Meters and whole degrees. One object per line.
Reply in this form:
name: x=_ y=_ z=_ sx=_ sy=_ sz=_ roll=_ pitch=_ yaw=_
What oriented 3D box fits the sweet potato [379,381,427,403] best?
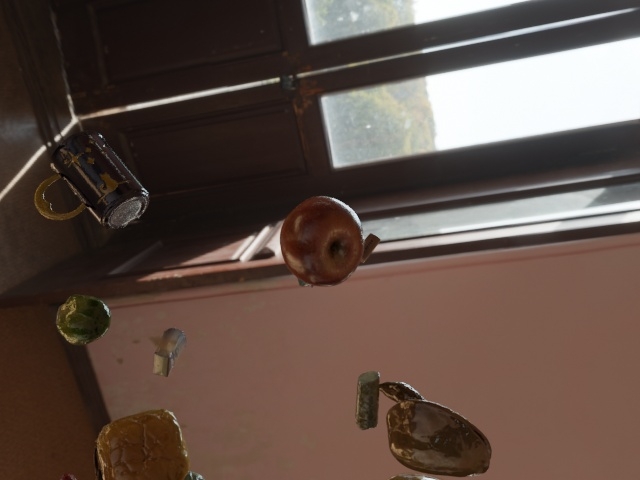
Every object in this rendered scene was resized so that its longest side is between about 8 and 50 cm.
sweet potato: x=0.302 y=0.532 z=1.759 sx=0.074 sy=0.269 sz=0.075 roll=-21 pitch=120 yaw=-42

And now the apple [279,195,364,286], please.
apple: x=0.000 y=0.000 z=1.178 sx=0.162 sy=0.201 sz=0.201 roll=20 pitch=-53 yaw=56

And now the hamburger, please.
hamburger: x=-0.577 y=0.710 z=1.680 sx=0.158 sy=0.318 sz=0.319 roll=121 pitch=-28 yaw=-54

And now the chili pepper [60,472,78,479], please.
chili pepper: x=-0.521 y=0.575 z=1.120 sx=0.059 sy=0.268 sz=0.051 roll=22 pitch=94 yaw=-38

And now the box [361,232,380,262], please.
box: x=0.162 y=0.024 z=1.808 sx=0.115 sy=0.048 sz=0.025 roll=-49 pitch=166 yaw=-28

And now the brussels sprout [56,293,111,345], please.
brussels sprout: x=-0.685 y=0.235 z=1.508 sx=0.118 sy=0.154 sz=0.155 roll=66 pitch=18 yaw=-52

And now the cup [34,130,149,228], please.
cup: x=-0.674 y=-0.144 z=1.539 sx=0.256 sy=0.255 sz=0.178 roll=48 pitch=3 yaw=12

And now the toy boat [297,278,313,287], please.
toy boat: x=-0.008 y=0.089 z=1.738 sx=0.175 sy=0.110 sz=0.091 roll=120 pitch=-43 yaw=-55

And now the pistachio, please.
pistachio: x=0.294 y=0.495 z=1.305 sx=0.163 sy=0.260 sz=0.213 roll=-63 pitch=150 yaw=-53

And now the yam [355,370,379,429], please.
yam: x=0.149 y=0.505 z=1.644 sx=0.078 sy=0.078 sz=0.180 roll=-59 pitch=151 yaw=-75

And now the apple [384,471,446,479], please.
apple: x=0.298 y=0.871 z=1.495 sx=0.391 sy=0.346 sz=0.392 roll=-167 pitch=-90 yaw=-70

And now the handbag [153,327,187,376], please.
handbag: x=-0.562 y=0.405 z=1.928 sx=0.173 sy=0.095 sz=0.117 roll=-73 pitch=-179 yaw=-58

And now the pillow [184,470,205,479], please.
pillow: x=-0.520 y=0.906 z=1.855 sx=0.310 sy=0.283 sz=0.138 roll=90 pitch=-4 yaw=-53
